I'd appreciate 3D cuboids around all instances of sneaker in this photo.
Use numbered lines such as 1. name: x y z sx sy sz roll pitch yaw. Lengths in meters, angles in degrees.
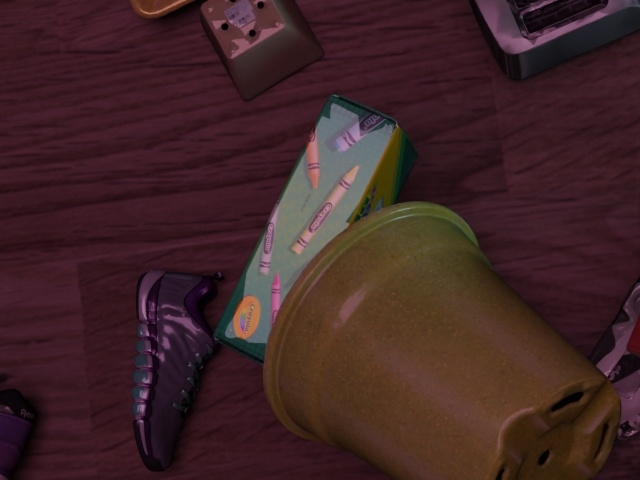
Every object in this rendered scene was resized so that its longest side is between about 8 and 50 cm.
1. sneaker: -0.152 0.141 1.405 0.098 0.083 0.223 -2 82 6
2. sneaker: 0.344 0.134 1.282 0.146 0.122 0.330 32 90 15
3. sneaker: -0.459 0.183 1.465 0.283 0.107 0.124 20 72 10

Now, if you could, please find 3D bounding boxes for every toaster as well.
1. toaster: 0.233 -0.278 1.365 0.186 0.110 0.168 -22 78 8

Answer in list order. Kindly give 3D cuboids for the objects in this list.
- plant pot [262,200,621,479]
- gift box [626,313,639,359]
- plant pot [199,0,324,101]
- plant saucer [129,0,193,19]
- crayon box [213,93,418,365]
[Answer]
1. plant pot: 0.130 0.139 1.202 0.254 0.276 0.276 36 91 41
2. gift box: 0.470 0.079 1.121 0.276 0.258 0.255 20 81 53
3. plant pot: -0.075 -0.236 1.429 0.109 0.096 0.109 -30 79 6
4. plant saucer: -0.124 -0.466 1.434 0.333 0.081 0.332 -25 103 7
5. crayon box: 0.000 0.000 1.347 0.081 0.165 0.278 26 89 14
